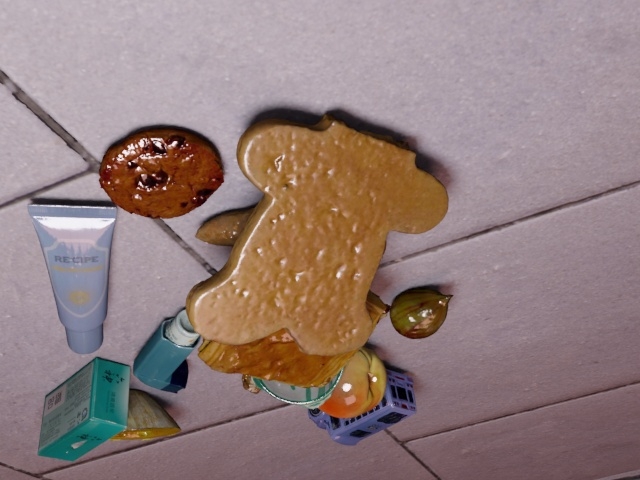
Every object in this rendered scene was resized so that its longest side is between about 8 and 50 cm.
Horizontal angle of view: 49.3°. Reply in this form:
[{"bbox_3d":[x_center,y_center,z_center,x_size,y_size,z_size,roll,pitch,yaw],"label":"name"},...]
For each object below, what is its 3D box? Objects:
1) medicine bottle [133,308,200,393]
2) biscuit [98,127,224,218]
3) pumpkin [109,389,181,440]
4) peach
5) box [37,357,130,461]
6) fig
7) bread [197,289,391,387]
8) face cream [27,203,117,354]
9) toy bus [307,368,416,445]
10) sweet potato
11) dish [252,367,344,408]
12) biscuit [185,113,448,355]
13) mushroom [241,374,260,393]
[{"bbox_3d":[-0.312,0.238,1.489,0.124,0.079,0.258,16,137,-25],"label":"medicine bottle"},{"bbox_3d":[-0.244,-0.097,1.071,0.192,0.049,0.192,-6,148,-4],"label":"biscuit"},{"bbox_3d":[-0.458,0.430,1.703,0.217,0.110,0.217,-11,161,-4],"label":"pumpkin"},{"bbox_3d":[0.058,0.324,1.606,0.184,0.184,0.184,-5,144,-4],"label":"peach"},{"bbox_3d":[-0.538,0.389,1.588,0.092,0.153,0.245,27,133,-37],"label":"box"},{"bbox_3d":[0.216,0.144,1.446,0.109,0.103,0.154,-11,160,-35],"label":"fig"},{"bbox_3d":[-0.057,0.138,1.327,0.324,0.167,0.277,16,125,-36],"label":"bread"},{"bbox_3d":[-0.429,0.072,1.241,0.135,0.086,0.385,2,138,-13],"label":"face cream"},{"bbox_3d":[0.103,0.438,1.797,0.125,0.133,0.292,25,133,-38],"label":"toy bus"},{"bbox_3d":[-0.039,-0.014,1.189,0.341,0.092,0.114,3,159,-14],"label":"sweet potato"},{"bbox_3d":[-0.032,0.244,1.517,0.246,0.224,0.078,-28,-175,7],"label":"dish"},{"bbox_3d":[0.000,0.000,1.112,0.368,0.076,0.394,11,111,-27],"label":"biscuit"},{"bbox_3d":[-0.116,0.307,1.645,0.060,0.061,0.187,30,125,-34],"label":"mushroom"}]
